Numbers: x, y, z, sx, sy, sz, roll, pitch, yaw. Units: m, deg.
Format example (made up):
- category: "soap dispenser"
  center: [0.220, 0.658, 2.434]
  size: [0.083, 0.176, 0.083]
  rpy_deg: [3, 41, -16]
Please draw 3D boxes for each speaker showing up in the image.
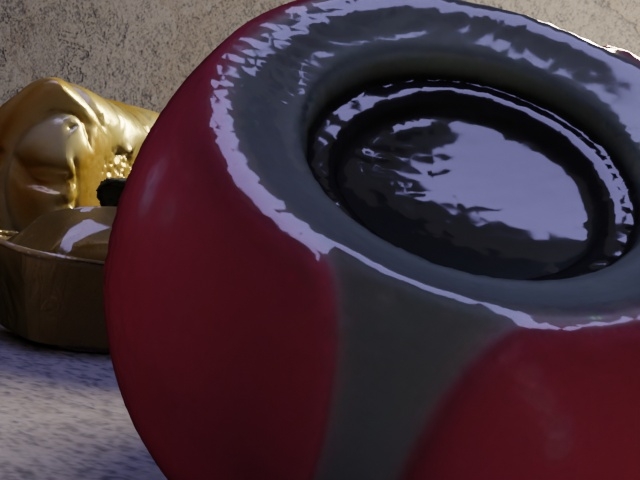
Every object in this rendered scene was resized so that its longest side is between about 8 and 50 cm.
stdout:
- category: "speaker"
  center: [0.059, 0.024, 0.723]
  size: [0.294, 0.294, 0.294]
  rpy_deg: [11, 5, -1]

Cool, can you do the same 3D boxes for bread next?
- category: "bread"
  center: [-0.206, -0.040, 1.428]
  size: [0.121, 0.173, 0.311]
  rpy_deg: [3, -3, 15]

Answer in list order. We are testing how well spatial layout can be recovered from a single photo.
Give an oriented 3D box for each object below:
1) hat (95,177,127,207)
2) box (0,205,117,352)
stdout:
- category: "hat"
  center: [-0.039, -0.017, 1.266]
  size: [0.265, 0.128, 0.265]
  rpy_deg: [31, -18, 11]
- category: "box"
  center: [-0.155, 0.025, 1.174]
  size: [0.177, 0.111, 0.111]
  rpy_deg: [7, 6, -38]
